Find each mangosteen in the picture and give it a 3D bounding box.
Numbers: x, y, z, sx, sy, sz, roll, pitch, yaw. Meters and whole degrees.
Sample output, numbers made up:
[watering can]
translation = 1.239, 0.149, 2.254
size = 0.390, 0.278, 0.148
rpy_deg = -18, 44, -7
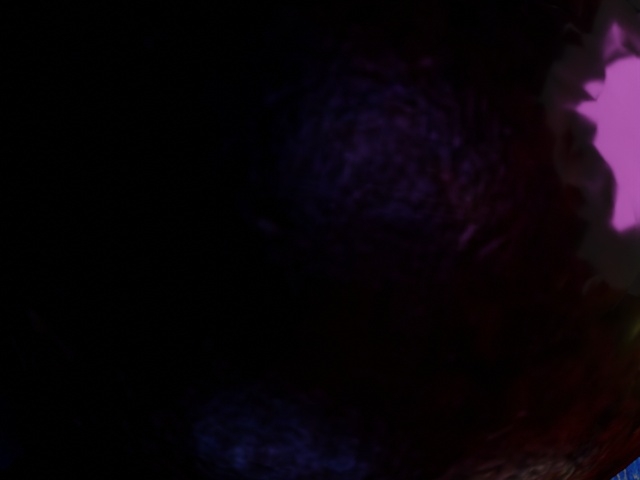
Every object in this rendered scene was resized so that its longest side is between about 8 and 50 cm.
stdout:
[mangosteen]
translation = 0.000, 0.000, 0.542
size = 0.307, 0.307, 0.347
rpy_deg = -92, -159, -64
